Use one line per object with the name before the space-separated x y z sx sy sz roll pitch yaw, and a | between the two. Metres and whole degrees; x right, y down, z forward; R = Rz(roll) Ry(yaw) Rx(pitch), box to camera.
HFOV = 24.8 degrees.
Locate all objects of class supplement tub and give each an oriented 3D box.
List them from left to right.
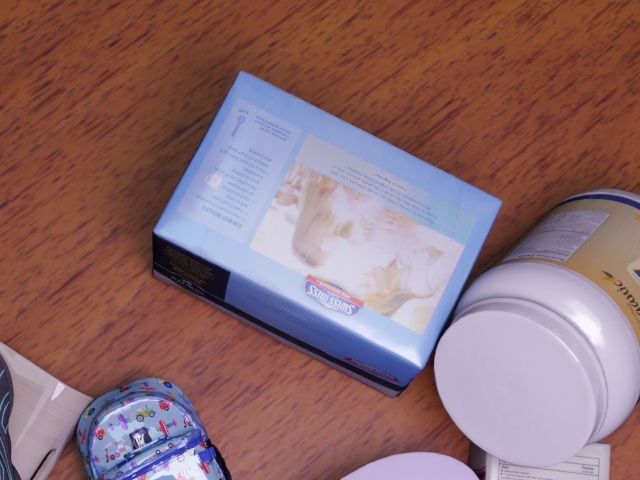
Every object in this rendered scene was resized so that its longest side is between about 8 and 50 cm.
supplement tub | 0.288 0.098 1.675 0.228 0.228 0.316 45 42 7

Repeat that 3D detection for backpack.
backpack | -0.197 0.251 1.685 0.158 0.117 0.173 -22 92 -10

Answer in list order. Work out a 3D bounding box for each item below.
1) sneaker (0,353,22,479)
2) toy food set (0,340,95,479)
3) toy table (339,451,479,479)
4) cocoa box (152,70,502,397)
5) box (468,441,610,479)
sneaker | -0.389 0.208 1.613 0.101 0.106 0.267 -18 83 1
toy food set | -0.451 0.196 1.714 0.306 0.092 0.220 32 86 5
toy table | 0.061 0.375 1.646 0.274 0.161 0.252 -23 62 -21
cocoa box | 0.000 0.000 1.730 0.347 0.228 0.231 27 74 2
box | 0.248 0.351 1.715 0.148 0.127 0.232 8 74 -4
